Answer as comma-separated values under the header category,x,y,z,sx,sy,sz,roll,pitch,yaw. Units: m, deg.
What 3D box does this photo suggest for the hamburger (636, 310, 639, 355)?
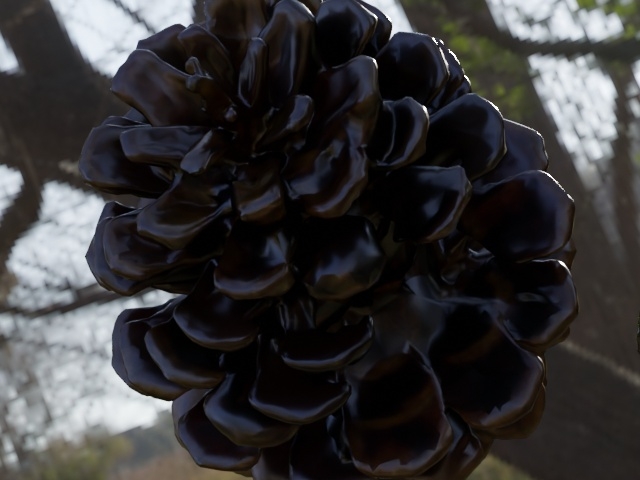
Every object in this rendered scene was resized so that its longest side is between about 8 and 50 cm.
category,x,y,z,sx,sy,sz,roll,pitch,yaw
hamburger,0.179,0.012,0.520,0.131,0.159,0.185,-42,-35,-32

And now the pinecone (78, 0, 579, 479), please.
category,x,y,z,sx,sy,sz,roll,pitch,yaw
pinecone,0.003,-0.002,0.828,0.246,0.246,0.292,-23,-31,6
